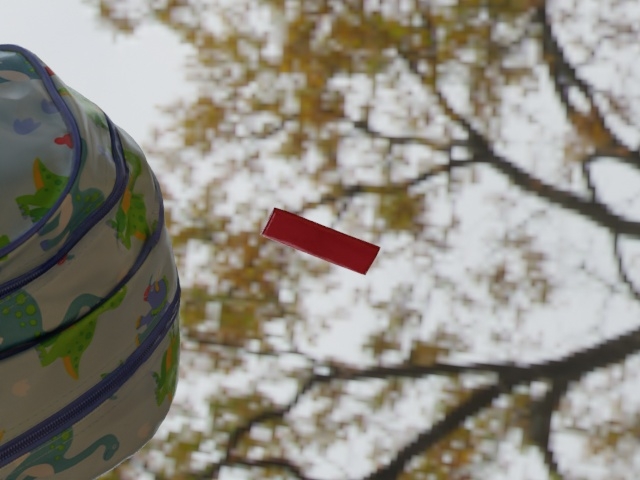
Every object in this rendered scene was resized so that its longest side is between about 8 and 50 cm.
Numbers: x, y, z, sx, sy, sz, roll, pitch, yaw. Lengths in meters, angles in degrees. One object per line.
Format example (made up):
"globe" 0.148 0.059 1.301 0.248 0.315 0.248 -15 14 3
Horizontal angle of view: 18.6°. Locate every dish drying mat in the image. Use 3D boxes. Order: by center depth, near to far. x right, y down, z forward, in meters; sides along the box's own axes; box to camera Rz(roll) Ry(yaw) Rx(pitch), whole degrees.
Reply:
"dish drying mat" 0.000 0.000 1.420 0.032 0.083 0.008 119 169 -46

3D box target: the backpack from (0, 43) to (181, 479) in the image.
"backpack" -0.245 0.048 1.024 0.355 0.290 0.273 -4 -61 -18
